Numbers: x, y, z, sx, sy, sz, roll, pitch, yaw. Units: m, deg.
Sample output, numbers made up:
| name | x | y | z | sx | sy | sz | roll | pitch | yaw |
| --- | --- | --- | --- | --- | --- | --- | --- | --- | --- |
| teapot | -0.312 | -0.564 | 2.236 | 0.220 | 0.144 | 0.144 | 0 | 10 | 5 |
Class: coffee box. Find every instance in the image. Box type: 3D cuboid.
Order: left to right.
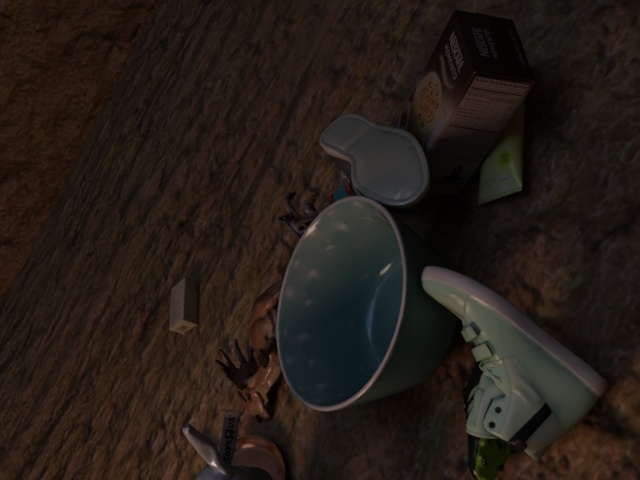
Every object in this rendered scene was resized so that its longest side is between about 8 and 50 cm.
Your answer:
| name | x | y | z | sx | sy | sz | roll | pitch | yaw |
| --- | --- | --- | --- | --- | --- | --- | --- | --- | --- |
| coffee box | 0.207 | -0.201 | 1.062 | 0.246 | 0.098 | 0.141 | 115 | 155 | -49 |

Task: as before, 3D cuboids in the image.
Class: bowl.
| name | x | y | z | sx | sy | sz | roll | pitch | yaw |
| --- | --- | --- | --- | --- | --- | --- | --- | --- | --- |
| bowl | 0.082 | 0.102 | 1.040 | 0.311 | 0.163 | 0.311 | -28 | 55 | 49 |

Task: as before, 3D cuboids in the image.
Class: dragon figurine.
| name | x | y | z | sx | sy | sz | roll | pitch | yaw |
| --- | --- | --- | --- | --- | --- | --- | --- | --- | --- |
| dragon figurine | 0.000 | 0.000 | 1.264 | 0.085 | 0.144 | 0.289 | -35 | 26 | -13 |

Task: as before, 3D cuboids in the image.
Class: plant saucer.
| name | x | y | z | sx | sy | sz | roll | pitch | yaw |
| --- | --- | --- | --- | --- | --- | --- | --- | --- | --- |
| plant saucer | -0.131 | 0.420 | 1.206 | 0.168 | 0.029 | 0.168 | -16 | 49 | 19 |

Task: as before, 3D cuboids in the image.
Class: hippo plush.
| name | x | y | z | sx | sy | sz | roll | pitch | yaw |
| --- | --- | --- | --- | --- | --- | --- | --- | --- | --- |
| hippo plush | -0.059 | 0.408 | 0.966 | 0.236 | 0.234 | 0.294 | 13 | 93 | 23 |

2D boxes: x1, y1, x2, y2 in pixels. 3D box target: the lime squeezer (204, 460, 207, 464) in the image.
| name | x | y | z | sx | sy | sz | roll | pitch | yaw |
| --- | --- | --- | --- | --- | --- | --- | --- | --- | --- |
| lime squeezer | -0.189 | 0.475 | 1.282 | 0.110 | 0.059 | 0.310 | 107 | 156 | -45 |

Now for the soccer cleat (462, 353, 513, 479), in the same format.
| name | x | y | z | sx | sy | sz | roll | pitch | yaw |
| --- | --- | --- | --- | --- | --- | --- | --- | --- | --- |
| soccer cleat | 0.216 | 0.225 | 0.918 | 0.072 | 0.060 | 0.179 | -23 | 45 | 54 |

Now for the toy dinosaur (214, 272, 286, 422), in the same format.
| name | x | y | z | sx | sy | sz | roll | pitch | yaw |
| --- | --- | --- | --- | --- | --- | --- | --- | --- | --- |
| toy dinosaur | -0.093 | 0.168 | 1.282 | 0.200 | 0.127 | 0.295 | -21 | 48 | 52 |

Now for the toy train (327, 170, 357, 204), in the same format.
| name | x | y | z | sx | sy | sz | roll | pitch | yaw |
| --- | --- | --- | --- | --- | --- | --- | --- | --- | --- |
| toy train | 0.083 | -0.070 | 1.267 | 0.125 | 0.046 | 0.166 | -59 | 39 | 6 |

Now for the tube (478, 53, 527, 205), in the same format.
| name | x | y | z | sx | sy | sz | roll | pitch | yaw |
| --- | --- | --- | --- | --- | --- | --- | --- | --- | --- |
| tube | 0.280 | -0.176 | 1.074 | 0.062 | 0.070 | 0.240 | 4 | 74 | 14 |

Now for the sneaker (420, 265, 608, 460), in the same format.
| name | x | y | z | sx | sy | sz | roll | pitch | yaw |
| --- | --- | --- | --- | --- | --- | --- | --- | --- | --- |
| sneaker | 0.195 | 0.149 | 0.848 | 0.256 | 0.094 | 0.151 | 38 | 87 | 17 |

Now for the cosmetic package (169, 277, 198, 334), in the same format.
| name | x | y | z | sx | sy | sz | roll | pitch | yaw |
| --- | --- | --- | --- | --- | --- | --- | --- | --- | --- |
| cosmetic package | -0.316 | 0.152 | 1.627 | 0.060 | 0.041 | 0.115 | -33 | 46 | 36 |

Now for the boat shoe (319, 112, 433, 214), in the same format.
| name | x | y | z | sx | sy | sz | roll | pitch | yaw |
| --- | --- | --- | --- | --- | --- | --- | --- | --- | --- |
| boat shoe | 0.099 | -0.111 | 1.111 | 0.116 | 0.099 | 0.319 | -40 | 33 | 0 |
